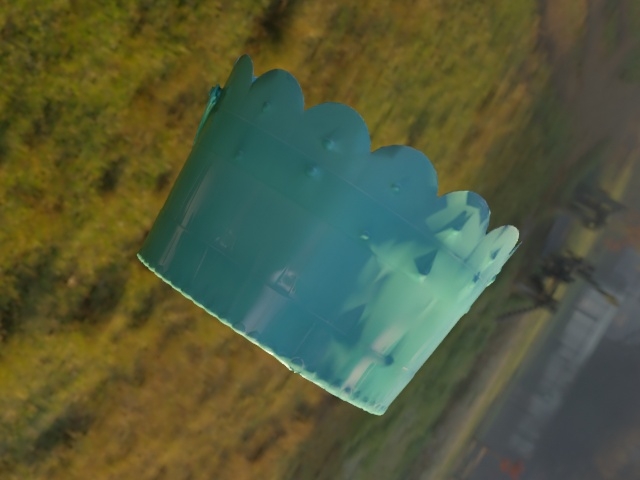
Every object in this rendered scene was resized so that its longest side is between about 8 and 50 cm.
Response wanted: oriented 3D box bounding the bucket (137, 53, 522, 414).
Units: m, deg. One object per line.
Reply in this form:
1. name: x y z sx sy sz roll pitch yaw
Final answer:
1. bucket: 0.000 0.000 0.987 0.183 0.281 0.281 -56 167 0
